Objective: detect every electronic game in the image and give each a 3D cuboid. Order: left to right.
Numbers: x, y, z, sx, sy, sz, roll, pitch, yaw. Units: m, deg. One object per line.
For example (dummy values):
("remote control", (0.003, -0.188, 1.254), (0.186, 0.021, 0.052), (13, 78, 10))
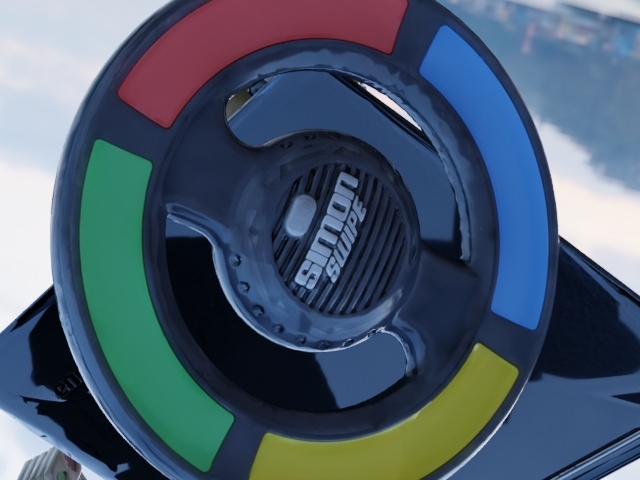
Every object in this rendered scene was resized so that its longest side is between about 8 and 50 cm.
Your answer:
("electronic game", (0.000, 0.000, 0.767), (0.229, 0.229, 0.048), (11, 174, -27))

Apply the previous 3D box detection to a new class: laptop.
("laptop", (0.083, 0.046, 1.086), (0.408, 0.236, 0.382), (-21, 168, -43))

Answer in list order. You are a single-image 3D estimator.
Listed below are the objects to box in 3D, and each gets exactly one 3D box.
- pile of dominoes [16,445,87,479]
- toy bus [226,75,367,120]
("pile of dominoes", (-0.161, 0.284, 1.507), (0.040, 0.251, 0.196), (-27, -163, 14))
("toy bus", (-0.046, -0.099, 1.174), (0.104, 0.202, 0.191), (44, -144, -6))
